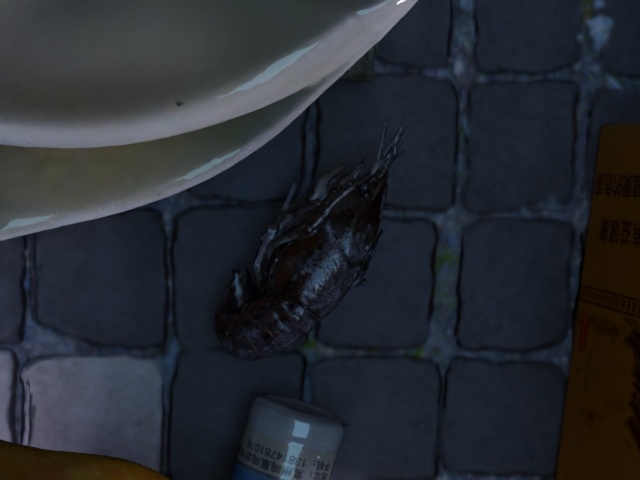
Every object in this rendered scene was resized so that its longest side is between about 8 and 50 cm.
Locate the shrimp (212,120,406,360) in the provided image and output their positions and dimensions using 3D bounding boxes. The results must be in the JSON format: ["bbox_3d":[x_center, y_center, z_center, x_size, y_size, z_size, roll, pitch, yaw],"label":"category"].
[{"bbox_3d":[0.000,0.000,0.756,0.165,0.065,0.056,-54,133,-8],"label":"shrimp"}]

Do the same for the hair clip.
[{"bbox_3d":[-0.108,-0.100,0.682,0.282,0.113,0.172,-33,73,-19],"label":"hair clip"}]

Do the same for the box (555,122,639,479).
[{"bbox_3d":[0.204,0.071,0.740,0.076,0.174,0.274,6,92,-10],"label":"box"}]

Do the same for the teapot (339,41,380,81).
[{"bbox_3d":[-0.005,-0.110,0.746,0.083,0.067,0.057,-9,63,-18],"label":"teapot"}]

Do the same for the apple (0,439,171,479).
[{"bbox_3d":[-0.150,0.215,0.647,0.264,0.264,0.265,-1,95,-11],"label":"apple"}]

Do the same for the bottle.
[{"bbox_3d":[-0.040,0.199,0.764,0.060,0.060,0.217,15,92,-11],"label":"bottle"}]
